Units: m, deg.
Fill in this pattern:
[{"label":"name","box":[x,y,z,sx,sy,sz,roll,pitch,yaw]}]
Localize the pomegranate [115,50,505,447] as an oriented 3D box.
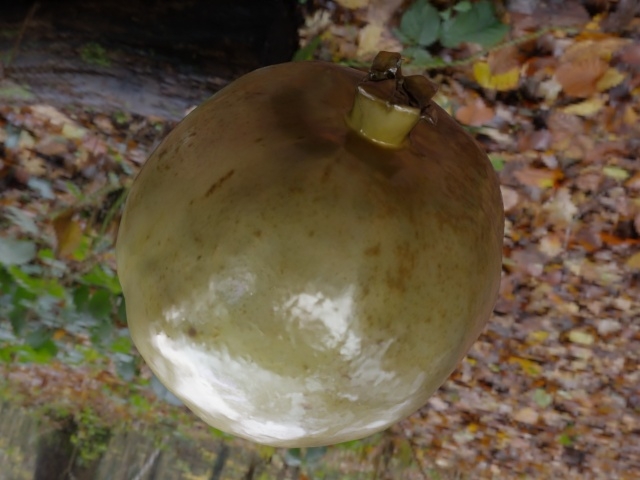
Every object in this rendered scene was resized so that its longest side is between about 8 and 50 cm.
[{"label":"pomegranate","box":[0.000,0.000,0.690,0.319,0.319,0.319,14,165,4]}]
